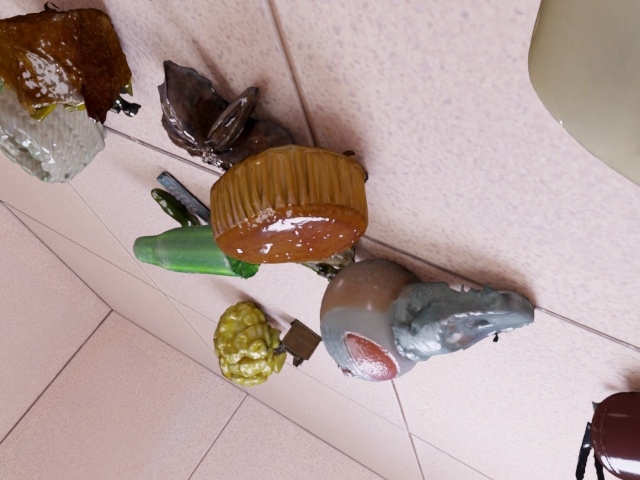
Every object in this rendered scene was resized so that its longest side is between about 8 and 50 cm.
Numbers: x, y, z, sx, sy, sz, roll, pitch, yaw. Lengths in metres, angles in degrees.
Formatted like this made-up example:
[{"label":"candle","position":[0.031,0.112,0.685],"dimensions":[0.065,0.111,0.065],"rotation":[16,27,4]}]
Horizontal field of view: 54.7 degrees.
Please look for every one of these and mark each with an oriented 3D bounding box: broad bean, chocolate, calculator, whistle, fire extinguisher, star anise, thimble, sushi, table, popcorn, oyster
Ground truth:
[{"label":"broad bean","position":[-0.282,-0.039,1.279],"dimensions":[0.046,0.061,0.195],"rotation":[-12,123,20]},{"label":"chocolate","position":[-0.251,0.017,1.202],"dimensions":[0.291,0.110,0.110],"rotation":[0,141,35]},{"label":"calculator","position":[-0.250,-0.071,1.218],"dimensions":[0.172,0.018,0.057],"rotation":[43,158,-20]},{"label":"whistle","position":[0.125,0.119,0.875],"dimensions":[0.347,0.189,0.189],"rotation":[-7,134,44]},{"label":"fire extinguisher","position":[0.425,0.245,0.721],"dimensions":[0.114,0.136,0.337],"rotation":[12,166,-19]},{"label":"star anise","position":[-0.131,-0.148,0.808],"dimensions":[0.236,0.093,0.229],"rotation":[23,160,38]},{"label":"thimble","position":[-0.509,-0.215,1.127],"dimensions":[0.219,0.150,0.219],"rotation":[30,157,15]},{"label":"sushi","position":[-0.359,-0.239,0.873],"dimensions":[0.296,0.167,0.179],"rotation":[11,126,33]},{"label":"table","position":[-0.055,0.251,1.488],"dimensions":[0.083,0.082,0.070],"rotation":[36,158,-3]},{"label":"popcorn","position":[-0.178,0.262,1.575],"dimensions":[0.169,0.218,0.189],"rotation":[-16,154,17]},{"label":"oyster","position":[0.001,-0.003,0.938],"dimensions":[0.105,0.056,0.177],"rotation":[9,154,20]}]

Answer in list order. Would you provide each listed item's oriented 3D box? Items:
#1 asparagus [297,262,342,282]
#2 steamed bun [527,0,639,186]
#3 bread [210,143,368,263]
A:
[{"label":"asparagus","position":[0.009,0.052,1.060],"dimensions":[0.165,0.036,0.030],"rotation":[32,165,7]},{"label":"steamed bun","position":[0.226,-0.094,0.299],"dimensions":[0.250,0.155,0.200],"rotation":[32,157,17]},{"label":"bread","position":[-0.037,-0.033,0.757],"dimensions":[0.199,0.104,0.199],"rotation":[-4,161,-1]}]
